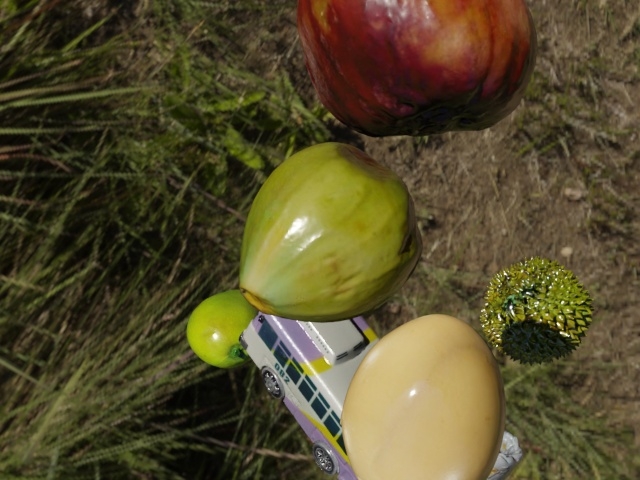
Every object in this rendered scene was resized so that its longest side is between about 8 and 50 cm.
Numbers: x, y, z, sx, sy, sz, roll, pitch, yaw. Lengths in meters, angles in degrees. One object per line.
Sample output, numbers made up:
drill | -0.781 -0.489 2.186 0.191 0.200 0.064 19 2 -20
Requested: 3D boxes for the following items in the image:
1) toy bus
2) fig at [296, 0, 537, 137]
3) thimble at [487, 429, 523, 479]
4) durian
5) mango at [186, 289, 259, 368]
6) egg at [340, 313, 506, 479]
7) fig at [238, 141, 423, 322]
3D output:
toy bus | 0.033 0.296 1.841 0.439 0.209 0.249 52 147 18
fig | 0.087 -0.212 0.841 0.263 0.224 0.224 49 127 -1
thimble | 0.368 0.479 1.877 0.127 0.151 0.117 41 114 23
durian | 0.521 0.173 2.018 0.291 0.291 0.224 -29 111 33
mango | -0.230 0.208 2.128 0.193 0.343 0.155 12 104 -1
egg | 0.133 0.209 1.053 0.201 0.201 0.244 15 105 4
fig | 0.000 0.000 1.145 0.239 0.271 0.239 43 152 30
